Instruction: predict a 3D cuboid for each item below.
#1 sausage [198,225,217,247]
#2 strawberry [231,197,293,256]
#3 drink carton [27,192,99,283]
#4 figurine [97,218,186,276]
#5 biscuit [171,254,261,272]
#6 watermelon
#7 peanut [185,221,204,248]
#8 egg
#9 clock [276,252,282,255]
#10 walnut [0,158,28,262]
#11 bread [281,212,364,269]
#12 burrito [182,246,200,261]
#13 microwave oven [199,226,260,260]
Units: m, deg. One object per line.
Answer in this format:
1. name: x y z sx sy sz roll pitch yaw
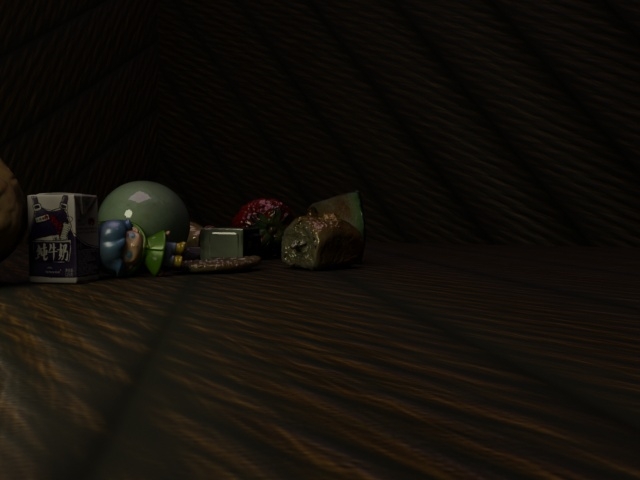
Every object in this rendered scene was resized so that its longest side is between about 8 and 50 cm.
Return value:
1. sausage: -0.410 0.012 2.060 0.076 0.076 0.197 -1 -26 -15
2. strawberry: -0.245 -0.053 2.235 0.250 0.238 0.288 1 5 -27
3. drink carton: -0.640 -0.007 1.403 0.134 0.222 0.102 0 2 14
4. figurine: -0.504 0.025 1.526 0.263 0.162 0.143 10 -11 -18
5. biscuit: -0.293 0.074 1.649 0.290 0.038 0.141 -3 4 -27
6. watermelon: 0.067 -0.050 2.030 0.302 0.264 0.151 -2 0 35
7. peanut: -0.609 -0.009 2.411 0.313 0.152 0.152 -1 2 16
8. egg: -0.554 -0.050 1.774 0.276 0.276 0.389 0 1 -4
9. clock: -0.104 0.039 2.299 0.153 0.050 0.110 1 3 34
10. walnut: -0.879 -0.058 1.301 0.381 0.381 0.381 0 2 0
11. bread: 0.000 0.000 1.765 0.246 0.176 0.196 -2 1 -40
12. burrito: -0.409 0.051 1.975 0.064 0.064 0.203 2 1 42
13. microwave oven: -0.297 0.020 1.877 0.163 0.129 0.205 2 3 10
